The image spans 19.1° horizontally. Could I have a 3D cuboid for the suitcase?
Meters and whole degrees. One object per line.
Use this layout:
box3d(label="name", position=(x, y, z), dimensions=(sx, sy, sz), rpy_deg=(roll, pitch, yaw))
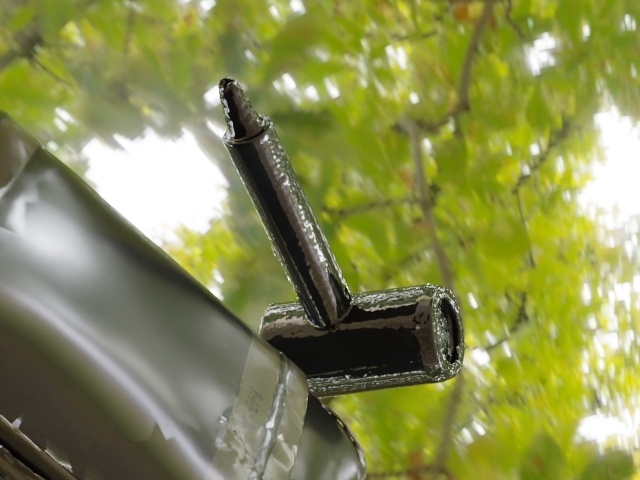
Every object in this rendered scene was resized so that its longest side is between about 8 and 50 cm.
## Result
box3d(label="suitcase", position=(-0.165, 0.089, 1.052), dimensions=(0.434, 0.283, 0.194), rpy_deg=(43, -69, -11))

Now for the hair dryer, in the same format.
box3d(label="hair dryer", position=(0.000, 0.000, 1.220), dimensions=(0.128, 0.255, 0.070), rpy_deg=(-7, -141, 22))
